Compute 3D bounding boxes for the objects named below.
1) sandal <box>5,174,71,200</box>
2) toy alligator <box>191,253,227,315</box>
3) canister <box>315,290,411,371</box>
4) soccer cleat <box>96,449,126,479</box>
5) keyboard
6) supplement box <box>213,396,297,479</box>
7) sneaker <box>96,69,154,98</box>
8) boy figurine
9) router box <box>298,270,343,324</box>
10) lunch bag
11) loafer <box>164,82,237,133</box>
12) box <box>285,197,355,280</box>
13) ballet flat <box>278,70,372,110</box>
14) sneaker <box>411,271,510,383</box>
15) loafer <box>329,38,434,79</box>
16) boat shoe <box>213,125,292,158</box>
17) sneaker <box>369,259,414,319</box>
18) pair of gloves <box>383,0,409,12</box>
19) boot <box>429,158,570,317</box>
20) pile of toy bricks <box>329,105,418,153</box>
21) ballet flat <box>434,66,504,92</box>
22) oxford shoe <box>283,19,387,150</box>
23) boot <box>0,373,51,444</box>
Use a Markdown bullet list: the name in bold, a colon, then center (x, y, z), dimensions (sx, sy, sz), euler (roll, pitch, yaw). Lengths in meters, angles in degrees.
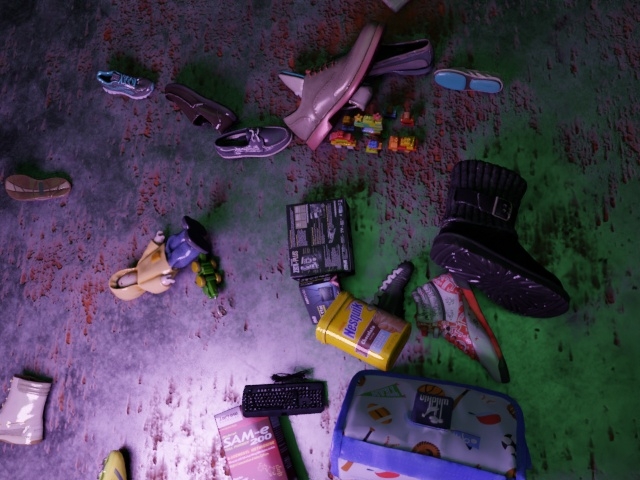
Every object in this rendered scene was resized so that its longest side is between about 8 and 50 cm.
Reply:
- **sandal**: center (-0.782, -0.144, 1.524), dimensions (0.180, 0.049, 0.072), euler (0, 85, -3)
- **toy alligator**: center (-0.283, 0.109, 1.373), dimensions (0.051, 0.056, 0.189), euler (-36, 70, 45)
- **canister**: center (0.095, 0.193, 1.173), dimensions (0.170, 0.073, 0.126), euler (22, 54, 24)
- **soccer cleat**: center (-0.483, 0.652, 1.306), dimensions (0.121, 0.093, 0.289), euler (5, 74, -18)
- **keyboard**: center (-0.083, 0.348, 1.248), dimensions (0.192, 0.038, 0.100), euler (1, 69, -17)
- **supplement box**: center (-0.144, 0.494, 1.260), dimensions (0.130, 0.073, 0.239), euler (-22, 75, 7)
- **sneaker**: center (-0.543, -0.435, 1.511), dimensions (0.167, 0.076, 0.065), euler (6, 82, 12)
- **boy figurine**: center (-0.408, 0.053, 1.373), dimensions (0.285, 0.092, 0.177), euler (-32, 50, 16)
- **router box**: center (0.009, 0.135, 1.276), dimensions (0.092, 0.122, 0.038), euler (-13, 33, 10)
- **lunch bag**: center (0.204, 0.383, 1.049), dimensions (0.328, 0.385, 0.238), euler (8, 82, 14)
- **loafer**: center (-0.330, -0.347, 1.449), dimensions (0.220, 0.080, 0.078), euler (26, 85, 15)
- **box**: center (0.000, 0.000, 1.320), dimensions (0.147, 0.077, 0.180), euler (-7, 78, 10)
- **ballet flat**: center (0.007, -0.375, 1.393), dimensions (0.249, 0.086, 0.086), euler (12, 82, 12)
- **sneaker**: center (0.301, 0.208, 1.217), dimensions (0.145, 0.090, 0.270), euler (-24, 72, 7)
- **loafer**: center (0.150, -0.464, 1.367), dimensions (0.268, 0.084, 0.096), euler (-2, 67, 8)
- **boat shoe**: center (-0.176, -0.257, 1.410), dimensions (0.206, 0.065, 0.075), euler (-9, 78, 10)
- **sneaker**: center (0.162, 0.159, 1.261), dimensions (0.106, 0.078, 0.234), euler (35, 92, 12)
- **pair of gloves**: center (0.211, -0.740, 1.434), dimensions (0.204, 0.042, 0.240), euler (-32, 74, 4)
- **boot**: center (0.419, -0.010, 1.214), dimensions (0.348, 0.131, 0.260), euler (32, 58, -10)
- **pile of toy bricks**: center (0.131, -0.278, 1.331), dimensions (0.212, 0.105, 0.118), euler (7, 81, 12)
- **ballet flat**: center (0.364, -0.397, 1.342), dimensions (0.168, 0.057, 0.052), euler (15, 55, 10)
- **oxford shoe**: center (0.026, -0.373, 1.278), dimensions (0.130, 0.123, 0.348), euler (35, 122, -3)
- **boot**: center (-0.803, 0.426, 1.404), dimensions (0.213, 0.077, 0.165), euler (6, 81, 7)
